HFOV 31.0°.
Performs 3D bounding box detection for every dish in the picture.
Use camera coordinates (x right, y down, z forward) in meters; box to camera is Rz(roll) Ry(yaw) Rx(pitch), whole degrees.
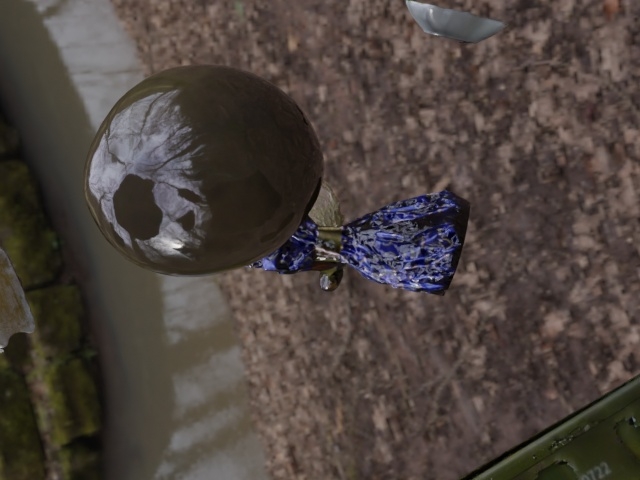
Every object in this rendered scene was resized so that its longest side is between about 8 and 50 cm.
[{"bbox_3d":[0.173,-0.276,1.482,0.091,0.137,0.039,-125,48,-73],"label":"dish"}]

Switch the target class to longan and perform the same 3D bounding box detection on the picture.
[{"bbox_3d":[-0.107,-0.062,1.037,0.196,0.220,0.197,-11,-90,-84],"label":"longan"}]

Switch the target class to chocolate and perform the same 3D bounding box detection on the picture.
[{"bbox_3d":[-0.004,-0.002,1.342,0.126,0.343,0.148,-81,-4,-53],"label":"chocolate"}]

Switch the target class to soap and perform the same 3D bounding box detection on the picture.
[{"bbox_3d":[-0.606,0.097,1.987,0.274,0.089,0.173,-3,111,51],"label":"soap"}]

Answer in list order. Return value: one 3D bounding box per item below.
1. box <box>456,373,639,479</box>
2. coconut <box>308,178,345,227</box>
[{"bbox_3d":[0.185,0.199,0.775,0.138,0.420,0.373,59,165,16],"label":"box"},{"bbox_3d":[-0.072,-0.050,1.855,0.194,0.194,0.194,20,115,48],"label":"coconut"}]
